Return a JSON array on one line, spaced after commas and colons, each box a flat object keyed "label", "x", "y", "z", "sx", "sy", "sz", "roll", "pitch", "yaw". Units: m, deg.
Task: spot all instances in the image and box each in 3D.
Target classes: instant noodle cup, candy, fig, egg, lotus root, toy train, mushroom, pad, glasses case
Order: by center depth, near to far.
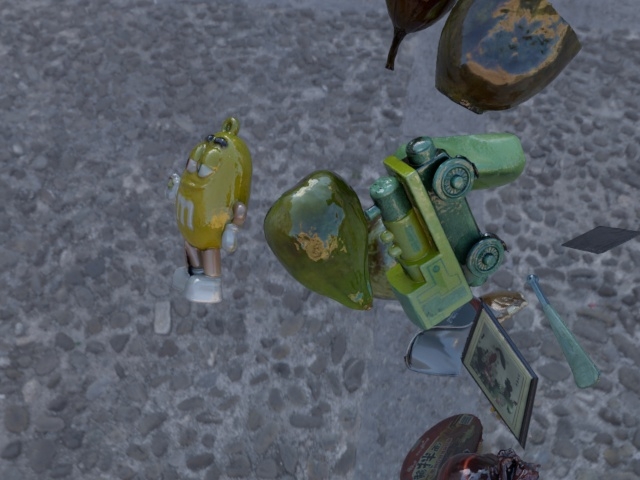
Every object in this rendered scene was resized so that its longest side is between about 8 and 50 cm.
[{"label": "fig", "x": -0.001, "y": 0.001, "z": 1.002, "sx": 0.167, "sy": 0.233, "sz": 0.167, "roll": -12, "pitch": 31, "yaw": 7}, {"label": "toy train", "x": 0.210, "y": -0.022, "z": 1.196, "sx": 0.237, "sy": 0.369, "sz": 0.150, "roll": -33, "pitch": 30, "yaw": -4}, {"label": "lotus root", "x": 0.367, "y": -0.384, "z": 1.263, "sx": 0.260, "sy": 0.267, "sz": 0.149, "roll": -47, "pitch": 29, "yaw": 16}, {"label": "pad", "x": 0.621, "y": -0.003, "z": 1.346, "sx": 0.112, "sy": 0.157, "sz": 0.003, "roll": -26, "pitch": 100, "yaw": -6}, {"label": "glasses case", "x": 0.315, "y": 0.202, "z": 1.409, "sx": 0.128, "sy": 0.083, "sz": 0.308, "roll": 17, "pitch": 35, "yaw": 29}, {"label": "fig", "x": 0.237, "y": -0.538, "z": 1.414, "sx": 0.190, "sy": 0.290, "sz": 0.191, "roll": -2, "pitch": 29, "yaw": 1}, {"label": "candy", "x": 0.329, "y": -0.180, "z": 1.450, "sx": 0.343, "sy": 0.142, "sz": 0.132, "roll": -9, "pitch": 87, "yaw": -27}, {"label": "egg", "x": 0.176, "y": 0.030, "z": 1.472, "sx": 0.289, "sy": 0.238, "sz": 0.238, "roll": -25, "pitch": 45, "yaw": 35}, {"label": "instant noodle cup", "x": 0.342, "y": 0.587, "z": 1.604, "sx": 0.091, "sy": 0.274, "sz": 0.274, "roll": 49, "pitch": 65, "yaw": -7}, {"label": "mushroom", "x": 0.524, "y": 0.299, "z": 1.840, "sx": 0.208, "sy": 0.302, "sz": 0.233, "roll": 5, "pitch": 10, "yaw": 34}]

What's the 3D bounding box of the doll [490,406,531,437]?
[{"label": "doll", "x": 0.551, "y": 0.499, "z": 1.712, "sx": 0.084, "sy": 0.073, "sz": 0.127, "roll": -45, "pitch": 58, "yaw": -12}]

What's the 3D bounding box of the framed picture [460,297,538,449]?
[{"label": "framed picture", "x": 0.313, "y": 0.225, "z": 1.049, "sx": 0.199, "sy": 0.010, "sz": 0.195, "roll": 54, "pitch": 36, "yaw": -8}]

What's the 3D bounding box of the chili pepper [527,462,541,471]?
[{"label": "chili pepper", "x": 0.466, "y": 0.535, "z": 1.379, "sx": 0.041, "sy": 0.050, "sz": 0.153, "roll": 51, "pitch": 27, "yaw": 19}]

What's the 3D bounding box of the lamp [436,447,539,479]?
[{"label": "lamp", "x": 0.312, "y": 0.506, "z": 1.211, "sx": 0.151, "sy": 0.223, "sz": 0.215, "roll": 30, "pitch": 48, "yaw": 1}]

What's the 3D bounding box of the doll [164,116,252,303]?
[{"label": "doll", "x": -0.283, "y": -0.052, "z": 1.485, "sx": 0.161, "sy": 0.348, "sz": 0.423, "roll": 5, "pitch": 71, "yaw": -44}]

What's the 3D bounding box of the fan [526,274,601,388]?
[{"label": "fan", "x": 0.353, "y": 0.127, "z": 0.892, "sx": 0.016, "sy": 0.038, "sz": 0.193, "roll": 13, "pitch": 43, "yaw": -33}]
